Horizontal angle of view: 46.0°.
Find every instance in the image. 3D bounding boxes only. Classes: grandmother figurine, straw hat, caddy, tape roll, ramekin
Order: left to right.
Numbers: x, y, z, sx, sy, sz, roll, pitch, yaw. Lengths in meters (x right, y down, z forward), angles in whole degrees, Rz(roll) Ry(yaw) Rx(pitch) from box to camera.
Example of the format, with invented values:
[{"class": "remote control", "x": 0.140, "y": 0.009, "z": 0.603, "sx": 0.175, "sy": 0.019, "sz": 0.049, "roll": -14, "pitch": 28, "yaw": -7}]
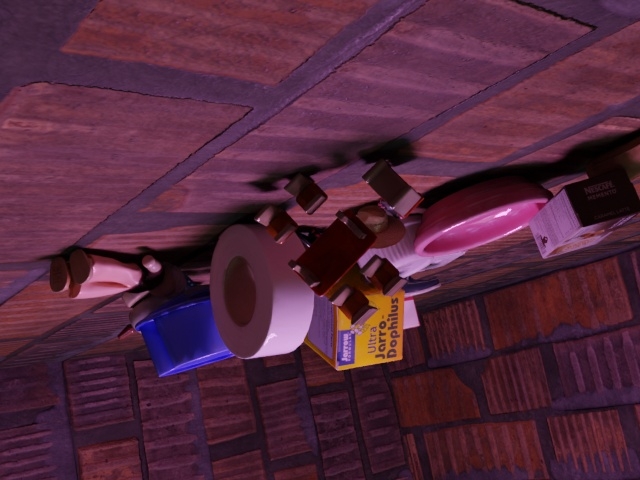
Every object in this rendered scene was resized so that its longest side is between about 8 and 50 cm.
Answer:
[{"class": "grandmother figurine", "x": -0.434, "y": 0.086, "z": 1.681, "sx": 0.208, "sy": 0.104, "sz": 0.342, "roll": -8, "pitch": 169, "yaw": 31}, {"class": "caddy", "x": -0.265, "y": 0.192, "z": 1.790, "sx": 0.341, "sy": 0.179, "sz": 0.241, "roll": -12, "pitch": 168, "yaw": -36}, {"class": "tape roll", "x": -0.130, "y": 0.102, "z": 1.587, "sx": 0.100, "sy": 0.286, "sz": 0.286, "roll": -2, "pitch": 165, "yaw": -33}, {"class": "straw hat", "x": 0.115, "y": -0.045, "z": 1.657, "sx": 0.144, "sy": 0.144, "sz": 0.061, "roll": -11, "pitch": 127, "yaw": -2}, {"class": "ramekin", "x": 0.187, "y": 0.030, "z": 1.889, "sx": 0.207, "sy": 0.109, "sz": 0.207, "roll": -21, "pitch": 164, "yaw": -6}]

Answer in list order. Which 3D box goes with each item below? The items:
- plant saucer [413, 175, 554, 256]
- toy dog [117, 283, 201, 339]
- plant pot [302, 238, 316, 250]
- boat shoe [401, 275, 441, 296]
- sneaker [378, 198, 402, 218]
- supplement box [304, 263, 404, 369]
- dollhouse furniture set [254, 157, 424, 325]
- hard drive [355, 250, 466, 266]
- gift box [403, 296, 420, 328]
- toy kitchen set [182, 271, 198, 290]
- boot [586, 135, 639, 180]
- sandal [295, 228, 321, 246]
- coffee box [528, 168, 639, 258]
[{"class": "plant saucer", "x": 0.363, "y": -0.059, "z": 1.719, "sx": 0.332, "sy": 0.084, "sz": 0.332, "roll": -17, "pitch": 166, "yaw": -4}, {"class": "toy dog", "x": -0.427, "y": 0.203, "z": 2.028, "sx": 0.161, "sy": 0.220, "sz": 0.334, "roll": -37, "pitch": 153, "yaw": 16}, {"class": "plant pot", "x": 0.002, "y": 0.028, "z": 1.977, "sx": 0.236, "sy": 0.032, "sz": 0.236, "roll": -11, "pitch": 169, "yaw": -2}, {"class": "boat shoe", "x": 0.240, "y": 0.138, "z": 2.307, "sx": 0.254, "sy": 0.079, "sz": 0.095, "roll": -14, "pitch": 171, "yaw": 23}, {"class": "sneaker", "x": 0.154, "y": -0.077, "z": 1.625, "sx": 0.057, "sy": 0.047, "sz": 0.119, "roll": 9, "pitch": 171, "yaw": 12}, {"class": "supplement box", "x": 0.056, "y": 0.186, "z": 2.040, "sx": 0.195, "sy": 0.194, "sz": 0.356, "roll": -6, "pitch": -165, "yaw": -23}, {"class": "dollhouse furniture set", "x": 0.061, "y": -0.016, "z": 1.346, "sx": 0.259, "sy": 0.262, "sz": 0.135, "roll": -45, "pitch": 165, "yaw": 6}, {"class": "hard drive", "x": 0.246, "y": 0.057, "z": 2.279, "sx": 0.339, "sy": 0.064, "sz": 0.237, "roll": -9, "pitch": 169, "yaw": -14}, {"class": "gift box", "x": 0.165, "y": 0.216, "z": 2.487, "sx": 0.276, "sy": 0.255, "sz": 0.258, "roll": -16, "pitch": 171, "yaw": -8}, {"class": "toy kitchen set", "x": -0.258, "y": 0.096, "z": 1.978, "sx": 0.207, "sy": 0.166, "sz": 0.122, "roll": -45, "pitch": -176, "yaw": -19}, {"class": "boot", "x": 0.713, "y": -0.188, "z": 1.524, "sx": 0.236, "sy": 0.089, "sz": 0.269, "roll": 5, "pitch": 164, "yaw": -13}, {"class": "sandal", "x": 0.000, "y": 0.000, "z": 1.786, "sx": 0.040, "sy": 0.067, "sz": 0.179, "roll": -55, "pitch": 144, "yaw": 11}, {"class": "coffee box", "x": 0.563, "y": -0.052, "z": 1.621, "sx": 0.141, "sy": 0.098, "sz": 0.246, "roll": -16, "pitch": 165, "yaw": -7}]
